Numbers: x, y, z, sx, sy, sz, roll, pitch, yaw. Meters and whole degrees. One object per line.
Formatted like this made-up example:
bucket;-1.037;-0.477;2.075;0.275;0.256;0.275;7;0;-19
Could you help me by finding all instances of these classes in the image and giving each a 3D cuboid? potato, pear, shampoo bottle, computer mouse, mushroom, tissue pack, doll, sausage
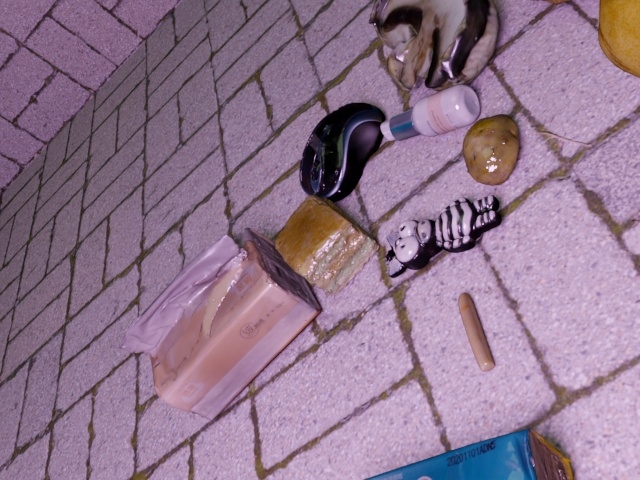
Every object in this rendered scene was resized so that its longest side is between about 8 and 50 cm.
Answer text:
potato;0.271;-0.150;1.125;0.092;0.070;0.137;-25;44;33
pear;0.473;-0.311;0.916;0.209;0.209;0.208;-30;42;31
shampoo bottle;0.190;-0.220;1.273;0.192;0.074;0.073;-14;51;42
computer mouse;0.037;-0.186;1.403;0.137;0.096;0.233;3;62;50
mushroom;0.222;-0.397;1.353;0.247;0.130;0.344;-63;31;16
tissue pack;-0.194;0.132;1.294;0.305;0.239;0.238;-46;36;12
tissue pack;0.155;0.346;0.787;0.271;0.134;0.192;-28;42;32
doll;0.182;-0.009;1.113;0.219;0.067;0.091;-27;47;35
sausage;0.216;0.126;0.997;0.024;0.024;0.132;-36;39;24

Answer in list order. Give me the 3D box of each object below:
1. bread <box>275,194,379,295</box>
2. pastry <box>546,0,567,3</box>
bread;0.000;0.000;1.287;0.138;0.102;0.196;-48;34;5
pastry;0.440;-0.535;1.194;0.330;0.136;0.329;-28;44;32
